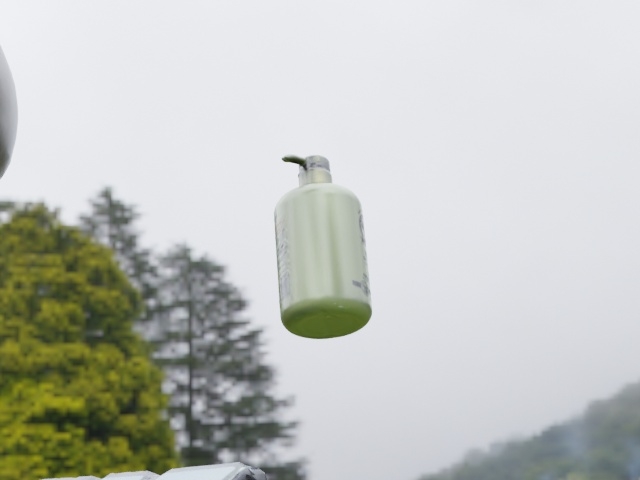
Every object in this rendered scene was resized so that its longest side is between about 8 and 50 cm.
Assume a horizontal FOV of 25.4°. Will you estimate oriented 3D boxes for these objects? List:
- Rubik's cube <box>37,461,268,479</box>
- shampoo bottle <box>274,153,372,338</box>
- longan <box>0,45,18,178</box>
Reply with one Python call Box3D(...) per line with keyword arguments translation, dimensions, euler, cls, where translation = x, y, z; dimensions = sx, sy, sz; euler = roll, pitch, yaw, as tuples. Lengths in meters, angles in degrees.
Box3D(translation=(-0.168, 0.352, 1.029), dimensions=(0.283, 0.288, 0.293), euler=(-14, 12, 39), cls="Rubik's cube")
Box3D(translation=(0.000, 0.000, 1.236), dimensions=(0.079, 0.162, 0.079), euler=(-3, -26, -2), cls="shampoo bottle")
Box3D(translation=(-0.345, -0.100, 0.910), dimensions=(0.300, 0.243, 0.300), euler=(27, -2, 1), cls="longan")
